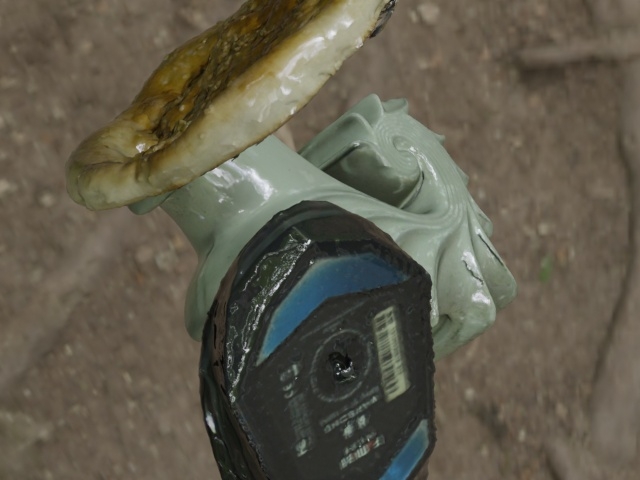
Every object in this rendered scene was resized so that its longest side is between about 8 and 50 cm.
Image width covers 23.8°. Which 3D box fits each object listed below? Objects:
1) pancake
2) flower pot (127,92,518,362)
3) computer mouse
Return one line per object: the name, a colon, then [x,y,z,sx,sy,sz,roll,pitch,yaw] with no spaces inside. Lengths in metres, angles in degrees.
pancake: [-0.054,-0.111,0.987,0.282,0.049,0.282,-36,19,15]
flower pot: [0.000,0.000,1.371,0.164,0.367,0.254,-36,70,38]
computer mouse: [-0.002,0.047,0.479,0.079,0.135,0.047,-29,32,-27]
